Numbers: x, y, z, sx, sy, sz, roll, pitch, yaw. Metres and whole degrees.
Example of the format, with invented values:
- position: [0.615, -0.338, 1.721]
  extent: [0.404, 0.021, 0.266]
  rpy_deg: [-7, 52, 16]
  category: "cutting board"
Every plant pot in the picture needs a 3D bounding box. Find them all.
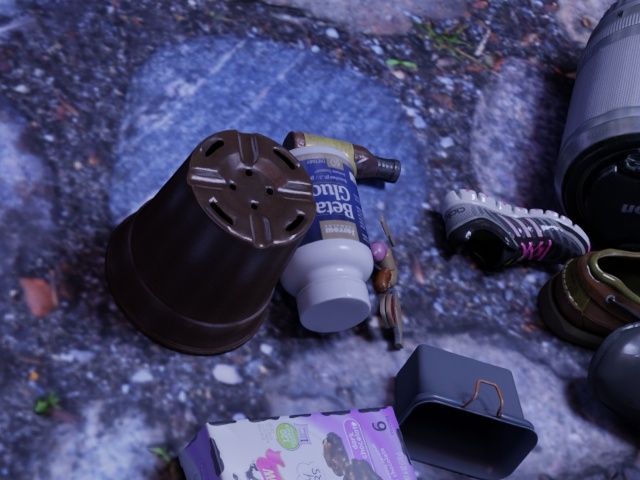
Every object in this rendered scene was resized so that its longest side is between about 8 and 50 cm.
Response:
- position: [-0.092, -0.005, 1.520]
  extent: [0.167, 0.165, 0.167]
  rpy_deg: [15, 52, -21]
  category: "plant pot"

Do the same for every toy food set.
- position: [0.062, 0.041, 1.647]
  extent: [0.019, 0.078, 0.122]
  rpy_deg: [-10, 58, 12]
  category: "toy food set"

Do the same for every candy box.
- position: [-0.008, 0.240, 1.456]
  extent: [0.196, 0.070, 0.165]
  rpy_deg: [-1, 59, -31]
  category: "candy box"

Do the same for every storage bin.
- position: [0.135, 0.156, 1.591]
  extent: [0.135, 0.098, 0.091]
  rpy_deg: [17, 41, -19]
  category: "storage bin"

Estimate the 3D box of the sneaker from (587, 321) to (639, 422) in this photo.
- position: [0.436, 0.174, 1.692]
  extent: [0.330, 0.122, 0.146]
  rpy_deg: [18, 9, -17]
  category: "sneaker"

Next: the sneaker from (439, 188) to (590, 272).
- position: [0.205, 0.004, 1.756]
  extent: [0.170, 0.063, 0.075]
  rpy_deg: [17, 51, -13]
  category: "sneaker"

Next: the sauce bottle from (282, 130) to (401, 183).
- position: [0.023, -0.083, 1.725]
  extent: [0.128, 0.042, 0.042]
  rpy_deg: [10, 53, -22]
  category: "sauce bottle"

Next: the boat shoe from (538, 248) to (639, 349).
- position: [0.391, 0.077, 1.780]
  extent: [0.307, 0.104, 0.111]
  rpy_deg: [8, 54, -26]
  category: "boat shoe"

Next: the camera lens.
- position: [0.385, -0.127, 1.846]
  extent: [0.219, 0.219, 0.274]
  rpy_deg: [28, 48, -10]
  category: "camera lens"

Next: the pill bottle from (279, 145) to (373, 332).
- position: [0.000, 0.000, 1.616]
  extent: [0.094, 0.094, 0.169]
  rpy_deg: [5, 56, -27]
  category: "pill bottle"
